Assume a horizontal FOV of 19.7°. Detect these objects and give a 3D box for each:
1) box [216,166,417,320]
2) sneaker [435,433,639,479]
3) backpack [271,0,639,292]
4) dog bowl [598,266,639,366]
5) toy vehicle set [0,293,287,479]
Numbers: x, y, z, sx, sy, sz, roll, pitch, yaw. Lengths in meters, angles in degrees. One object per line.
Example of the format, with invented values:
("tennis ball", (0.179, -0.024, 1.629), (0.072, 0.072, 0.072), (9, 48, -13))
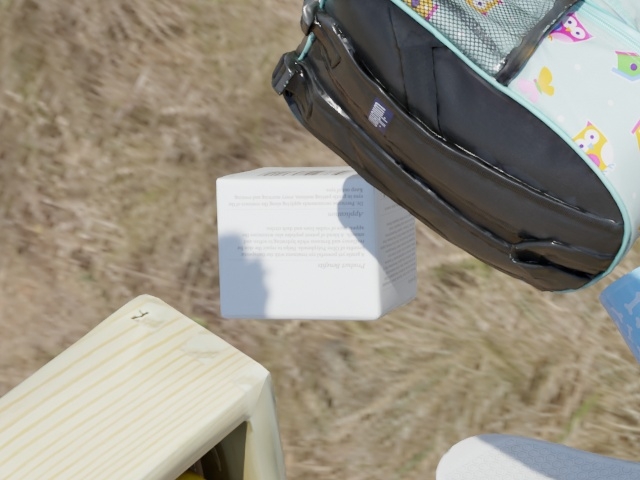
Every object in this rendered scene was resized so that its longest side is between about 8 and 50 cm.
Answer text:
("box", (0.000, 0.000, 1.123), (0.101, 0.102, 0.087), (0, 96, 18))
("sneaker", (0.225, 0.240, 1.307), (0.296, 0.146, 0.104), (15, 45, 33))
("backpack", (0.093, -0.072, 0.887), (0.188, 0.166, 0.144), (45, 65, 6))
("dog bowl", (0.355, 0.030, 1.334), (0.297, 0.166, 0.074), (-17, 75, 5))
("toy vehicle set", (-0.066, 0.155, 0.391), (0.035, 0.266, 0.166), (31, 55, 33))
